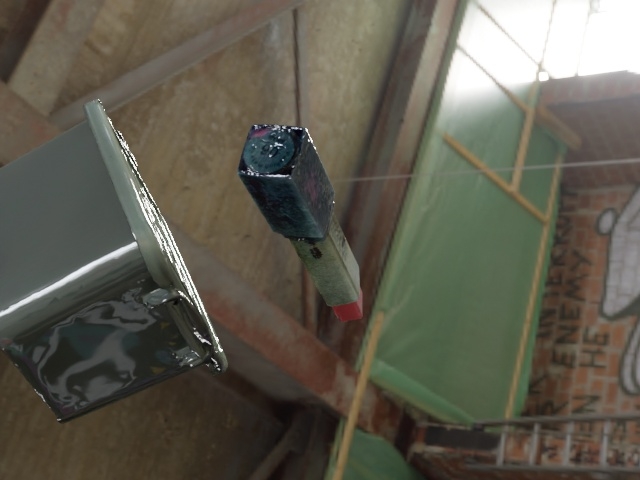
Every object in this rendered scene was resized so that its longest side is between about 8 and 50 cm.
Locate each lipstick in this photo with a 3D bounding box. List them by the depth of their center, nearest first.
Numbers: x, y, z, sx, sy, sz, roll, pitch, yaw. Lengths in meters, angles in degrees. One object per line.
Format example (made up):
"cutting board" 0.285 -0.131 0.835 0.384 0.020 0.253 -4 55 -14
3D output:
"lipstick" 0.000 0.000 0.831 0.312 0.051 0.051 61 -144 -59

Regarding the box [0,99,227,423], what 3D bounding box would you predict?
"box" -0.184 0.019 0.707 0.135 0.243 0.163 -26 -47 -6
